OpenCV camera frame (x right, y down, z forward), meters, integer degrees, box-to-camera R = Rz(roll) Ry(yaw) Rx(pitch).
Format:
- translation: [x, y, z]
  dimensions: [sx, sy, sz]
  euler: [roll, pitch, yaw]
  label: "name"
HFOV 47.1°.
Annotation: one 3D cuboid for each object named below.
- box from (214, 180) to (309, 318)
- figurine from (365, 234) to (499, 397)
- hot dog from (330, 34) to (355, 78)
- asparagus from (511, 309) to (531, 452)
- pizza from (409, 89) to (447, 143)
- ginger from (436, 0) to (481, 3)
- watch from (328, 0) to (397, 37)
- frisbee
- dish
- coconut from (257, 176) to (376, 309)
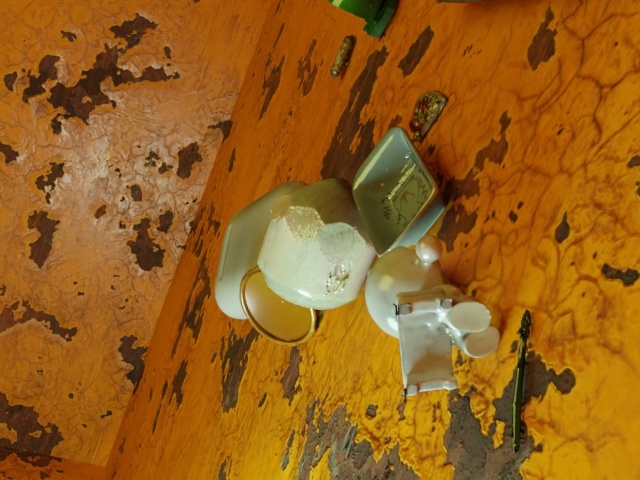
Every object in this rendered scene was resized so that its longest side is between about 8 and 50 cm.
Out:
- translation: [-0.124, 0.027, 1.718]
  dimensions: [0.349, 0.141, 0.288]
  euler: [-26, 51, 54]
  label: "box"
- translation: [0.130, 0.096, 1.009]
  dimensions: [0.145, 0.181, 0.256]
  euler: [-27, 16, -1]
  label: "figurine"
- translation: [0.058, -0.470, 1.878]
  dimensions: [0.122, 0.037, 0.049]
  euler: [-64, 8, 5]
  label: "hot dog"
- translation: [0.229, 0.159, 0.841]
  dimensions: [0.013, 0.016, 0.166]
  euler: [65, -148, -66]
  label: "asparagus"
- translation: [0.188, -0.234, 1.295]
  dimensions: [0.099, 0.029, 0.100]
  euler: [-38, 38, 57]
  label: "pizza"
- translation: [0.260, -0.476, 1.097]
  dimensions: [0.254, 0.176, 0.418]
  euler: [-68, 23, -1]
  label: "ginger"
- translation: [0.088, -0.552, 1.686]
  dimensions: [0.165, 0.152, 0.131]
  euler: [-107, 37, -58]
  label: "watch"
- translation: [-0.086, 0.134, 1.540]
  dimensions: [0.035, 0.192, 0.192]
  euler: [-41, -11, -48]
  label: "frisbee"
- translation: [0.132, -0.085, 1.212]
  dimensions: [0.154, 0.064, 0.234]
  euler: [-53, 34, 27]
  label: "dish"
- translation: [0.000, 0.000, 1.329]
  dimensions: [0.224, 0.224, 0.233]
  euler: [-109, 39, -61]
  label: "coconut"
